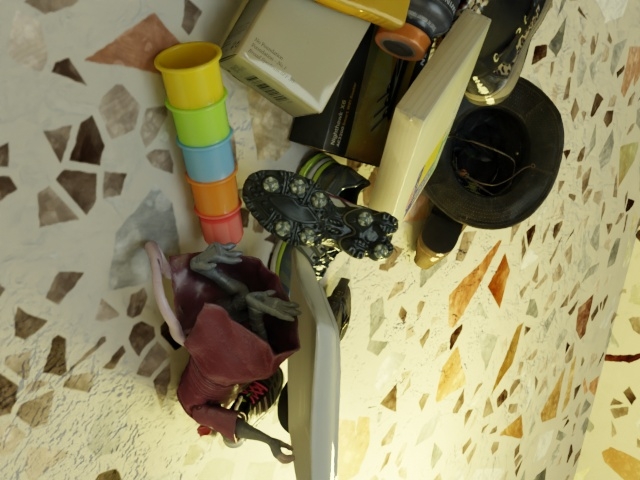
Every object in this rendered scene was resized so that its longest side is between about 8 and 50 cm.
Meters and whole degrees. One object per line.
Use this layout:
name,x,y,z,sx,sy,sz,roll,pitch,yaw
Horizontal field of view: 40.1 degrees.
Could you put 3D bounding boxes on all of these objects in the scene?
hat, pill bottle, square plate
hat,0.358,-0.191,1.885,0.134,0.331,0.331,-98,-154,-86
pill bottle,0.170,-0.418,1.423,0.130,0.130,0.245,33,76,-54
square plate,-0.013,0.222,1.356,0.049,0.344,0.347,-1,107,-8

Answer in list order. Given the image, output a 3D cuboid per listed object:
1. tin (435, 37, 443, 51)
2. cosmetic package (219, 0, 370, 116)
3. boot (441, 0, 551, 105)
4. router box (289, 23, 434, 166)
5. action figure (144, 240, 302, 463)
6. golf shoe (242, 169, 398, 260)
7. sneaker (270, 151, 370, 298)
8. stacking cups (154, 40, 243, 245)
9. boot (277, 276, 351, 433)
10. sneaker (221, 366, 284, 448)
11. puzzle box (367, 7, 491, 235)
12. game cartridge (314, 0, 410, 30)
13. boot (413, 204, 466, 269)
tin,0.296,-0.422,1.810,0.189,0.040,0.106,-56,147,-19
cosmetic package,-0.008,-0.357,1.312,0.160,0.113,0.309,31,81,-23
boot,0.311,-0.475,1.617,0.284,0.138,0.377,36,72,-55
router box,0.084,-0.294,1.549,0.243,0.081,0.308,7,101,-54
action figure,-0.163,0.202,1.370,0.276,0.248,0.370,6,132,-21
golf shoe,-0.011,-0.037,1.405,0.273,0.120,0.105,22,91,-23
sneaker,0.000,0.000,1.545,0.111,0.121,0.299,-1,107,-53
stacking cups,-0.161,-0.127,1.288,0.096,0.096,0.316,-39,134,-36
boot,0.007,0.216,1.644,0.229,0.091,0.263,-42,149,-74
sneaker,-0.127,0.289,1.568,0.170,0.063,0.075,-53,148,-15
puzzle box,0.171,-0.171,1.536,0.272,0.052,0.409,-56,168,-32
game cartridge,0.004,-0.480,1.225,0.324,0.053,0.285,15,87,-27
boot,0.293,-0.059,1.959,0.305,0.112,0.115,-51,171,-31
